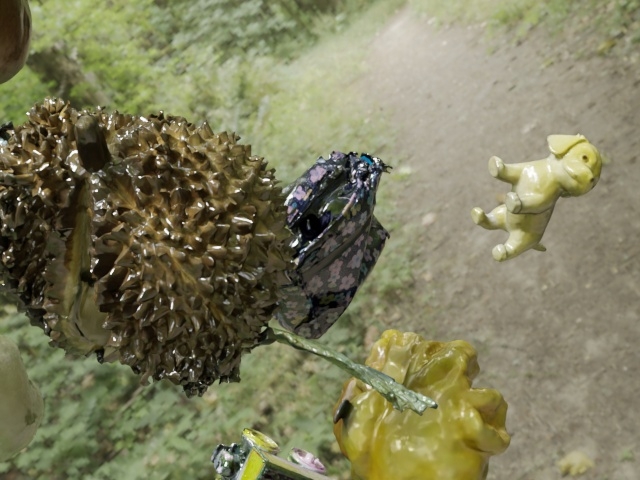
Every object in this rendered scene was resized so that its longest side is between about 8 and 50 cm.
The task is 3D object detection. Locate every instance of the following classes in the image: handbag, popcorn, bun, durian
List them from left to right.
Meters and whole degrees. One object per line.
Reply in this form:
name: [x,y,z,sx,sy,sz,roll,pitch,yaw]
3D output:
bun: [-0.500,0.189,1.170,0.272,0.273,0.168,-30,40,35]
durian: [-0.107,-0.004,0.519,0.196,0.196,0.167,-28,41,41]
handbag: [0.000,0.000,1.133,0.229,0.126,0.208,-53,-26,-26]
popcorn: [0.131,0.283,1.333,0.315,0.280,0.298,2,72,57]

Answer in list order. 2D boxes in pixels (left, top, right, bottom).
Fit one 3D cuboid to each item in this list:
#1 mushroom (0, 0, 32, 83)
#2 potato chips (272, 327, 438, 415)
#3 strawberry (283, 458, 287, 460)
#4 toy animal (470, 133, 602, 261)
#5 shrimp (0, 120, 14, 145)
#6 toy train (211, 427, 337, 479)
mushroom: [-0.334,-0.206,0.693,0.138,0.194,0.231,-49,-20,20]
potato chips: [0.029,0.143,0.983,0.028,0.207,0.092,-64,-17,-4]
strawberry: [-0.081,0.507,1.875,0.106,0.106,0.106,-37,13,10]
toy animal: [0.353,-0.069,1.458,0.121,0.168,0.233,64,143,40]
shrimp: [-0.401,-0.106,1.216,0.174,0.082,0.076,25,52,36]
toy train: [-0.073,0.449,1.631,0.134,0.260,0.177,-63,27,-3]
